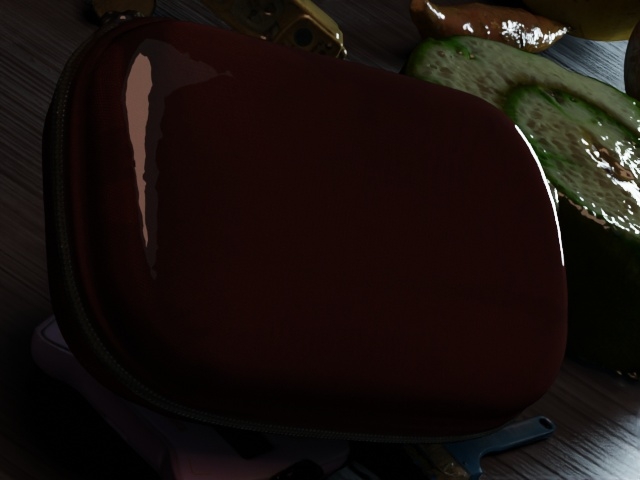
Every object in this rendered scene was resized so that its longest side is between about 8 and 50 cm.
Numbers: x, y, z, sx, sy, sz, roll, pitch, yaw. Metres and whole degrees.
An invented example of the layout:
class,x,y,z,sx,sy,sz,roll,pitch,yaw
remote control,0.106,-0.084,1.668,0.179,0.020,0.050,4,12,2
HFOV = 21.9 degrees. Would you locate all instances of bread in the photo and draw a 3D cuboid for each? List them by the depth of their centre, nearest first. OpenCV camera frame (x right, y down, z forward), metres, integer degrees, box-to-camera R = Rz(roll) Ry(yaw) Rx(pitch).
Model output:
class,x,y,z,sx,sy,sz,roll,pitch,yaw
bread,0.212,-0.037,1.456,0.366,0.129,0.382,44,33,22

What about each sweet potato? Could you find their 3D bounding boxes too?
class,x,y,z,sx,sy,sz,roll,pitch,yaw
sweet potato,0.190,-0.223,1.786,0.314,0.066,0.072,-4,51,-49

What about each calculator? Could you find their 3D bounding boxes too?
class,x,y,z,sx,sy,sz,roll,pitch,yaw
calculator,-0.057,0.092,1.121,0.194,0.043,0.294,41,28,20

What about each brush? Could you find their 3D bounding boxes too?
class,x,y,z,sx,sy,sz,roll,pitch,yaw
brush,0.123,0.148,1.215,0.164,0.014,0.051,-8,48,-48

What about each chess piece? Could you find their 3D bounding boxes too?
class,x,y,z,sx,sy,sz,roll,pitch,yaw
chess piece,-0.191,-0.259,1.513,0.060,0.060,0.172,15,31,-25

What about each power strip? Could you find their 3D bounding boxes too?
class,x,y,z,sx,sy,sz,roll,pitch,yaw
power strip,-0.086,-0.241,1.505,0.305,0.064,0.044,38,19,-20

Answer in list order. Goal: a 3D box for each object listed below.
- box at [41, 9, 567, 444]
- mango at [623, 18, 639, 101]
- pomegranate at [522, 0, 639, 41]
class,x,y,z,sx,sy,sz,roll,pitch,yaw
box,0.000,0.000,1.076,0.403,0.108,0.263,11,65,-39
mango,0.477,-0.202,1.850,0.384,0.199,0.222,-21,95,-40
pomegranate,0.334,-0.364,1.935,0.264,0.264,0.264,22,31,-14
